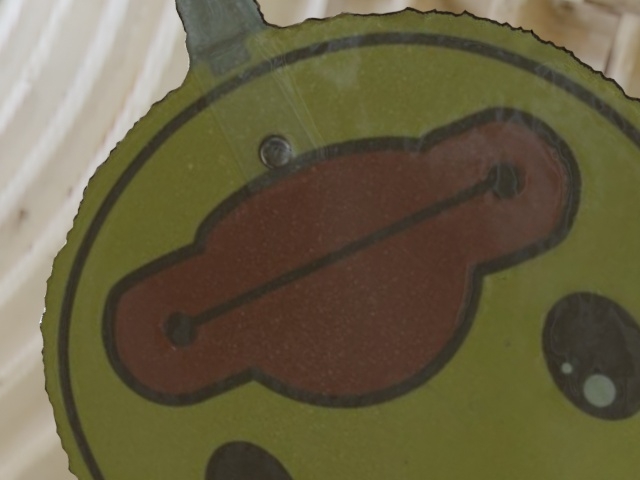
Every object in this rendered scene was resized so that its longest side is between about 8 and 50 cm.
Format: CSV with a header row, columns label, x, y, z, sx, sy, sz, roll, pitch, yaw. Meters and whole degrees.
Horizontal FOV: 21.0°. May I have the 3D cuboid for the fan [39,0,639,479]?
label,x,y,z,sx,sy,sz,roll,pitch,yaw
fan,0.000,0.000,0.535,0.229,0.335,0.011,-26,-178,20
